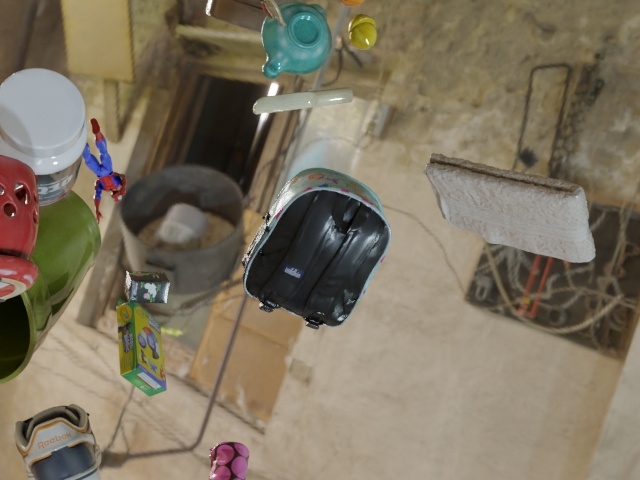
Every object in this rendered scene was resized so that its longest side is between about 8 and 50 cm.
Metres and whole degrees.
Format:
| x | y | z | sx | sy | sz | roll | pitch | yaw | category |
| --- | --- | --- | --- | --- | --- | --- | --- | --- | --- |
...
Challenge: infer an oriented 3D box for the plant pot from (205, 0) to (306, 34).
| x | y | z | sx | sy | sz | roll | pitch | yaw | category |
| --- | --- | --- | --- | --- | --- | --- | --- | --- | --- |
| -0.129 | -0.628 | 1.907 | 0.262 | 0.229 | 0.263 | 16 | -161 | -6 | plant pot |

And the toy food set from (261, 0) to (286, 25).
| x | y | z | sx | sy | sz | roll | pitch | yaw | category |
| --- | --- | --- | --- | --- | --- | --- | --- | --- | --- |
| -0.098 | -0.429 | 1.337 | 0.078 | 0.019 | 0.122 | 39 | 164 | 46 | toy food set |

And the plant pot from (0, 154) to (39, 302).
| x | y | z | sx | sy | sz | roll | pitch | yaw | category |
| --- | --- | --- | --- | --- | --- | --- | --- | --- | --- |
| -0.489 | -0.010 | 1.087 | 0.191 | 0.174 | 0.191 | -10 | 163 | -3 | plant pot |

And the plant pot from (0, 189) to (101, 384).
| x | y | z | sx | sy | sz | roll | pitch | yaw | category |
| --- | --- | --- | --- | --- | --- | --- | --- | --- | --- |
| -0.638 | 0.044 | 1.597 | 0.366 | 0.367 | 0.353 | 18 | -150 | 10 | plant pot |

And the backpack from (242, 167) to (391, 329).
| x | y | z | sx | sy | sz | roll | pitch | yaw | category |
| --- | --- | --- | --- | --- | --- | --- | --- | --- | --- |
| 0.000 | 0.000 | 1.392 | 0.225 | 0.254 | 0.191 | 23 | -152 | -14 | backpack |

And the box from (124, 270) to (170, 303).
| x | y | z | sx | sy | sz | roll | pitch | yaw | category |
| --- | --- | --- | --- | --- | --- | --- | --- | --- | --- |
| -0.373 | 0.100 | 1.675 | 0.083 | 0.052 | 0.062 | 4 | -163 | -26 | box |

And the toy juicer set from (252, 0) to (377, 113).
| x | y | z | sx | sy | sz | roll | pitch | yaw | category |
| --- | --- | --- | --- | --- | --- | --- | --- | --- | --- |
| -0.006 | -0.362 | 1.431 | 0.209 | 0.329 | 0.089 | 11 | 174 | -19 | toy juicer set |

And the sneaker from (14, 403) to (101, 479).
| x | y | z | sx | sy | sz | roll | pitch | yaw | category |
| --- | --- | --- | --- | --- | --- | --- | --- | --- | --- |
| -0.431 | 0.334 | 1.288 | 0.126 | 0.128 | 0.321 | -20 | 180 | -26 | sneaker |

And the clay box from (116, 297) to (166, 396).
| x | y | z | sx | sy | sz | roll | pitch | yaw | category |
| --- | --- | --- | --- | --- | --- | --- | --- | --- | --- |
| -0.421 | 0.240 | 1.836 | 0.053 | 0.222 | 0.127 | -22 | 141 | 9 | clay box |

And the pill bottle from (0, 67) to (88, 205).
| x | y | z | sx | sy | sz | roll | pitch | yaw | category |
| --- | --- | --- | --- | --- | --- | --- | --- | --- | --- |
| -0.488 | -0.172 | 1.343 | 0.161 | 0.161 | 0.283 | 19 | 160 | -16 | pill bottle |

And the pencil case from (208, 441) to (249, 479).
| x | y | z | sx | sy | sz | roll | pitch | yaw | category |
| --- | --- | --- | --- | --- | --- | --- | --- | --- | --- |
| -0.225 | 0.575 | 1.803 | 0.098 | 0.209 | 0.095 | 6 | 139 | 0 | pencil case |

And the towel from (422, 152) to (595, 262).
| x | y | z | sx | sy | sz | roll | pitch | yaw | category |
| --- | --- | --- | --- | --- | --- | --- | --- | --- | --- |
| 0.315 | -0.054 | 1.317 | 0.282 | 0.049 | 0.187 | 16 | 155 | 34 | towel |

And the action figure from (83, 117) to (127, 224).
| x | y | z | sx | sy | sz | roll | pitch | yaw | category |
| --- | --- | --- | --- | --- | --- | --- | --- | --- | --- |
| -0.520 | -0.148 | 1.867 | 0.091 | 0.139 | 0.280 | -13 | 152 | -3 | action figure |
